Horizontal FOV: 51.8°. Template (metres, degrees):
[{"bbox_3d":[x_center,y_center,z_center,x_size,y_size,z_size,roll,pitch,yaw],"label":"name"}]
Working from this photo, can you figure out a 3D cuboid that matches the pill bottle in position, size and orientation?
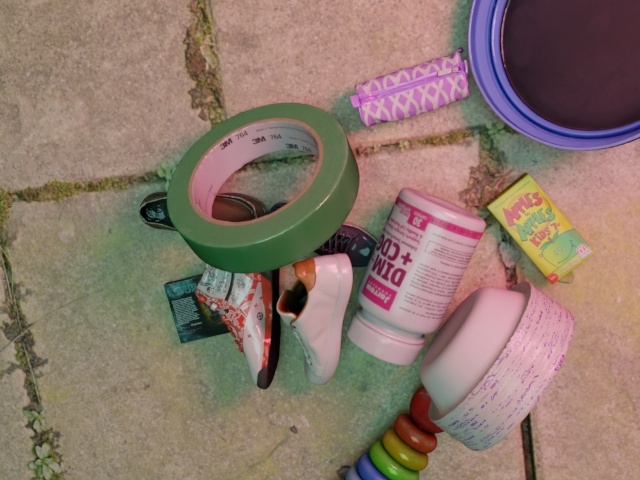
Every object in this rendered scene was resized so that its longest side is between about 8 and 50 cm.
[{"bbox_3d":[0.161,0.064,1.159,0.160,0.160,0.283,23,102,5],"label":"pill bottle"}]

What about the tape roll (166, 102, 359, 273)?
[{"bbox_3d":[-0.098,-0.096,1.111,0.322,0.321,0.077,-14,139,11],"label":"tape roll"}]

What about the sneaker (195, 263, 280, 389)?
[{"bbox_3d":[-0.153,0.139,1.231,0.145,0.090,0.269,2,96,10],"label":"sneaker"}]

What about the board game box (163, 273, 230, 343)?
[{"bbox_3d":[-0.203,0.122,1.294,0.186,0.026,0.126,-13,97,11],"label":"board game box"}]

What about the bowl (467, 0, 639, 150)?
[{"bbox_3d":[0.421,-0.335,1.015,0.391,0.077,0.390,6,100,38],"label":"bowl"}]

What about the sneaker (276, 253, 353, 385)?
[{"bbox_3d":[-0.025,0.146,1.192,0.123,0.106,0.290,-2,123,-15],"label":"sneaker"}]

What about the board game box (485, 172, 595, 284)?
[{"bbox_3d":[0.387,-0.021,1.170,0.092,0.043,0.181,-40,91,13],"label":"board game box"}]

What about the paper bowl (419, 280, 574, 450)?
[{"bbox_3d":[0.275,0.192,1.100,0.148,0.284,0.284,36,103,3],"label":"paper bowl"}]

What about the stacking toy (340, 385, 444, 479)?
[{"bbox_3d":[0.147,0.414,1.247,0.141,0.141,0.330,35,96,2],"label":"stacking toy"}]

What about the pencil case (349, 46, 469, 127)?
[{"bbox_3d":[0.159,-0.260,1.145,0.206,0.088,0.086,-17,94,12],"label":"pencil case"}]

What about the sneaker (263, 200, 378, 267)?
[{"bbox_3d":[-0.001,0.001,1.175,0.226,0.163,0.086,21,100,3],"label":"sneaker"}]

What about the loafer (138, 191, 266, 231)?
[{"bbox_3d":[-0.228,-0.043,1.239,0.251,0.087,0.094,1,99,9],"label":"loafer"}]
